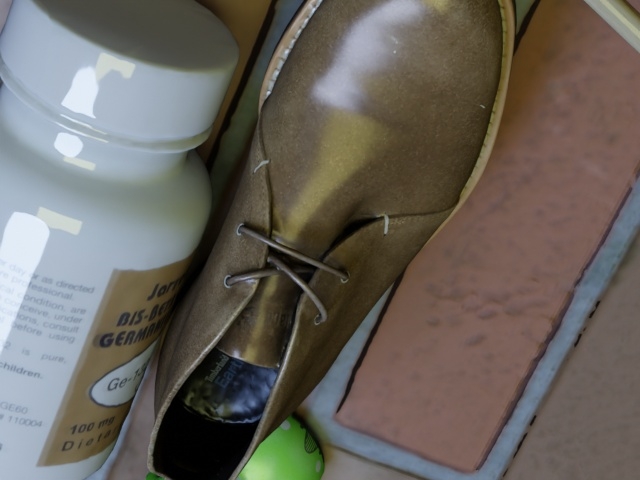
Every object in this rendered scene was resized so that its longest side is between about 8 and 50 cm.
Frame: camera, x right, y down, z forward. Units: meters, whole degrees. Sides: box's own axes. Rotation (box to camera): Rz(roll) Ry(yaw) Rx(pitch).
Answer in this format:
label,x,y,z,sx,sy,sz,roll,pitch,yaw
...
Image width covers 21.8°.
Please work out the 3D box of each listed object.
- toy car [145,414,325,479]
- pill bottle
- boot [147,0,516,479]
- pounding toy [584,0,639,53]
label,x,y,z,sx,sy,sz,roll,pitch,yaw
toy car,-0.102,0.162,0.903,0.225,0.053,0.239,-29,112,16
pill bottle,-0.124,-0.007,0.776,0.131,0.131,0.229,21,116,-7
boot,0.000,0.000,0.756,0.112,0.115,0.305,25,124,-4
pounding toy,0.162,-0.165,0.708,0.206,0.094,0.181,2,122,13
